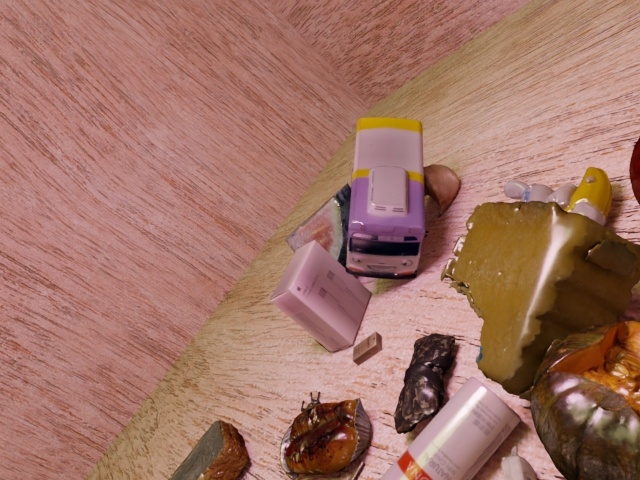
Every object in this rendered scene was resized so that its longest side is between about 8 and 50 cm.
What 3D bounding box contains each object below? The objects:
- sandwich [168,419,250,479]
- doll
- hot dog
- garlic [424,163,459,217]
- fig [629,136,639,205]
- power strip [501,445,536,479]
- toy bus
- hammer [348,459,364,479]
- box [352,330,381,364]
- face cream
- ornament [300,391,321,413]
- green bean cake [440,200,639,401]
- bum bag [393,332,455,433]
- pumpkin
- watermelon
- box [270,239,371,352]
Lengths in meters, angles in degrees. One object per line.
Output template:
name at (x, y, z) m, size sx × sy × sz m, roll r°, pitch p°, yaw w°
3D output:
sandwich at (-0.334, 0.664, 1.369) m, size 0.301 × 0.099 × 0.271 m, roll -52°, pitch 16°, yaw -12°
doll at (0.455, -0.051, 0.983) m, size 0.237 × 0.111 × 0.252 m, roll -27°, pitch 35°, yaw 54°
hot dog at (0.002, 0.429, 1.070) m, size 0.270 × 0.082 × 0.162 m, roll -35°, pitch 25°, yaw 41°
garlic at (0.362, -0.181, 1.525) m, size 0.128 × 0.115 × 0.206 m, roll -37°, pitch 21°, yaw 13°
fig at (0.551, -0.091, 0.657) m, size 0.235 × 0.235 × 0.214 m, roll -41°, pitch -20°, yaw 24°
power strip at (0.268, 0.352, 0.632) m, size 0.030 × 0.047 × 0.191 m, roll -34°, pitch 21°, yaw 28°
toy bus at (0.185, -0.129, 1.380) m, size 0.249 × 0.210 × 0.439 m, roll 89°, pitch -173°, yaw -55°
hammer at (0.034, 0.506, 0.934) m, size 0.182 × 0.017 × 0.062 m, roll -53°, pitch 17°, yaw -20°
box at (0.119, 0.275, 1.243) m, size 0.083 × 0.024 × 0.053 m, roll -39°, pitch 19°, yaw 24°
face cream at (0.162, 0.373, 0.762) m, size 0.345 × 0.102 × 0.102 m, roll -49°, pitch 16°, yaw -3°
ornament at (-0.021, 0.432, 1.232) m, size 0.073 × 0.028 × 0.125 m, roll -47°, pitch 14°, yaw 1°
green bean cake at (0.337, 0.099, 0.791) m, size 0.284 × 0.202 × 0.310 m, roll -66°, pitch 14°, yaw 4°
bum bag at (0.205, 0.268, 0.956) m, size 0.102 × 0.069 × 0.248 m, roll -55°, pitch 6°, yaw 42°
pumpkin at (0.360, 0.193, 0.533) m, size 0.238 × 0.159 × 0.238 m, roll -11°, pitch 25°, yaw 5°
watermelon at (0.000, 0.000, 1.612) m, size 0.228 × 0.259 × 0.386 m, roll -21°, pitch -62°, yaw -64°
box at (0.007, 0.159, 1.391) m, size 0.106 × 0.252 × 0.203 m, roll -32°, pitch 22°, yaw 44°
